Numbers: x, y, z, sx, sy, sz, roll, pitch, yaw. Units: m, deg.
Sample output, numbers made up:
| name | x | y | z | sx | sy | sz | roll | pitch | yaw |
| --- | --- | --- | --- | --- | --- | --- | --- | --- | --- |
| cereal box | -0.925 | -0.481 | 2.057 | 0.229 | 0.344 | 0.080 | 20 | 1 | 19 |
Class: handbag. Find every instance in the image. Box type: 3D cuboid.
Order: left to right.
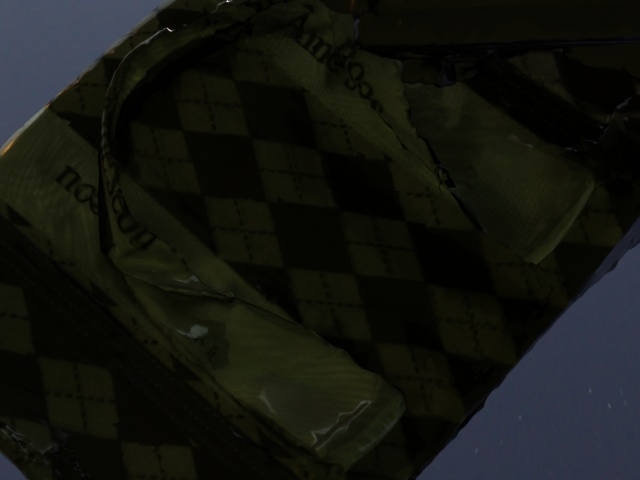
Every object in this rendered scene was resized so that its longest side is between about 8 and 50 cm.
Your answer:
| name | x | y | z | sx | sy | sz | roll | pitch | yaw |
| --- | --- | --- | --- | --- | --- | --- | --- | --- | --- |
| handbag | 0.000 | 0.000 | 0.523 | 0.416 | 0.180 | 0.317 | -45 | -115 | -10 |

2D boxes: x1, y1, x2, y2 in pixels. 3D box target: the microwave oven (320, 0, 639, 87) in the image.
| name | x | y | z | sx | sy | sz | roll | pitch | yaw |
| --- | --- | --- | --- | --- | --- | --- | --- | --- | --- |
| microwave oven | 0.142 | -0.150 | 0.352 | 0.248 | 0.178 | 0.188 | 4 | -80 | 22 |
